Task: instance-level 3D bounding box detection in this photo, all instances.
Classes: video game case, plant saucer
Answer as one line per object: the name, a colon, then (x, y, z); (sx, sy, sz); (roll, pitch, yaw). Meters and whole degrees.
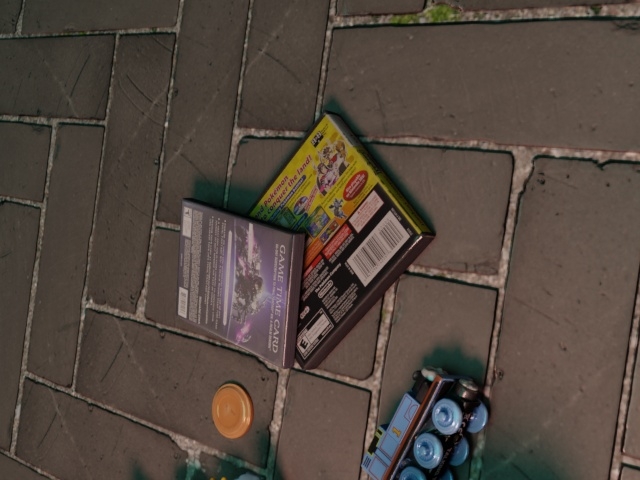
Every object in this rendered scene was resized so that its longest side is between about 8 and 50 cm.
video game case: (-0.127, 0.056, 1.299); (0.274, 0.026, 0.196); (17, 107, 45)
plant saucer: (-0.137, 0.260, 1.336); (0.083, 0.013, 0.083); (-3, 85, 39)
video game case: (0.000, 0.000, 1.231); (0.275, 0.035, 0.248); (-50, 58, 26)

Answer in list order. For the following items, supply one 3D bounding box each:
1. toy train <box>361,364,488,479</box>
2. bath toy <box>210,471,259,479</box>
toy train: (0.129, 0.239, 1.079); (0.105, 0.080, 0.184); (37, 110, 42)
bath toy: (-0.206, 0.424, 1.304); (0.348, 0.151, 0.129); (-23, 93, 44)
